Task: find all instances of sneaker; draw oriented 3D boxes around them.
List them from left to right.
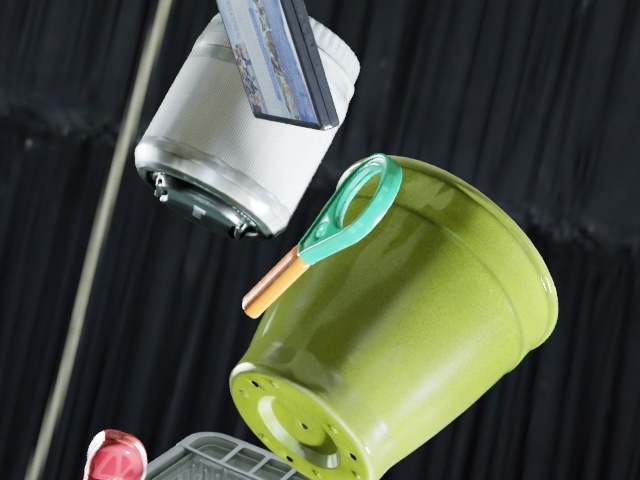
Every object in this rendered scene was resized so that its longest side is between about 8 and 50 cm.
[{"bbox_3d":[-0.291,0.360,1.971,0.087,0.221,0.128,15,-139,-2],"label":"sneaker"}]

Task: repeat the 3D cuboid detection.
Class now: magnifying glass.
[{"bbox_3d":[0.000,0.000,1.485,0.026,0.231,0.092,34,-149,-23],"label":"magnifying glass"}]

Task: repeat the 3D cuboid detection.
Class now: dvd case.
[{"bbox_3d":[-0.051,-0.193,1.360,0.022,0.180,0.253,-21,-168,-13],"label":"dvd case"}]

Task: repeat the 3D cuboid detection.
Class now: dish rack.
[{"bbox_3d":[-0.163,0.438,2.447,0.286,0.072,0.333,19,-159,22],"label":"dish rack"}]

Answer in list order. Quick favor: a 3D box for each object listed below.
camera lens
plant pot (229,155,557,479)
[{"bbox_3d":[-0.096,-0.153,1.939,0.219,0.274,0.219,26,167,6],"label":"camera lens"},{"bbox_3d":[0.072,0.136,2.001,0.366,0.353,0.366,30,148,20],"label":"plant pot"}]
